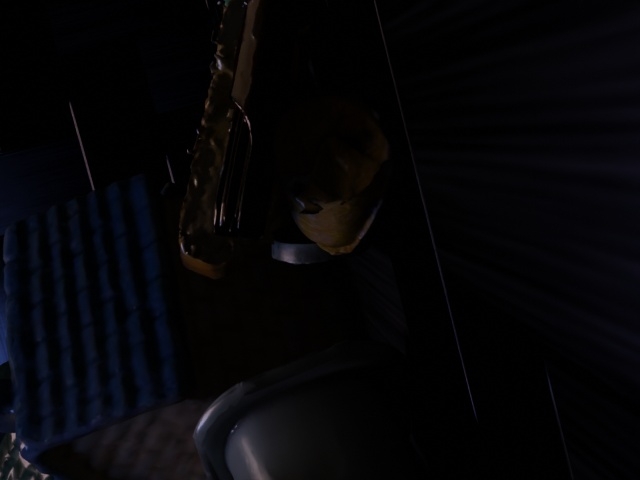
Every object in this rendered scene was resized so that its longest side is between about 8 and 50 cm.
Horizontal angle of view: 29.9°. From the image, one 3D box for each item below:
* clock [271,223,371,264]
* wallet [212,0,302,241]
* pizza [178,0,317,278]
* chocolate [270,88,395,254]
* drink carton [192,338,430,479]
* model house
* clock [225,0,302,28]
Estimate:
[{"bbox_3d":[0.000,0.000,0.996,0.085,0.085,0.017,-121,24,-74],"label":"clock"},{"bbox_3d":[-0.036,-0.115,0.776,0.122,0.031,0.232,20,-99,-85],"label":"wallet"},{"bbox_3d":[-0.049,-0.088,0.959,0.323,0.089,0.223,-80,2,-75],"label":"pizza"},{"bbox_3d":[0.012,-0.036,0.845,0.219,0.085,0.086,79,175,-77],"label":"chocolate"},{"bbox_3d":[0.013,0.211,0.936,0.191,0.185,0.190,84,168,-49],"label":"drink carton"},{"bbox_3d":[-0.233,0.159,1.460,0.445,0.400,0.395,-60,37,42],"label":"model house"},{"bbox_3d":[-0.064,-0.251,1.115,0.148,0.060,0.189,92,163,-75],"label":"clock"}]
